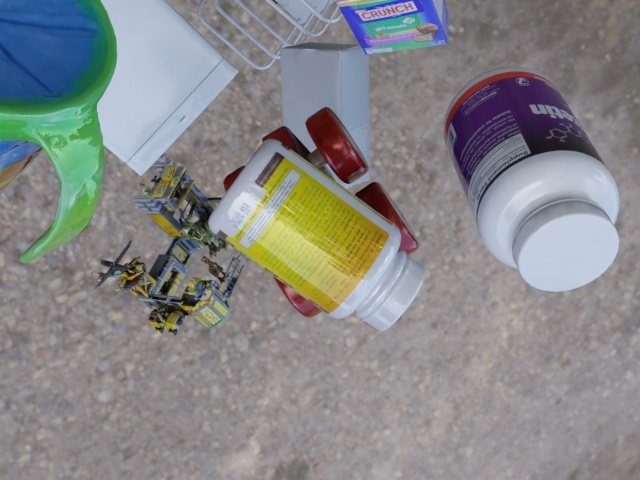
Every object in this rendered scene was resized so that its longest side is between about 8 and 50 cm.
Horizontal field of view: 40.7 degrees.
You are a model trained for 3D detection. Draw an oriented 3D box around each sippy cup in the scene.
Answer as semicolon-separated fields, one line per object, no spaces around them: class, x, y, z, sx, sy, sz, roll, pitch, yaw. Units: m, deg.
sippy cup;-0.326;-0.129;0.737;0.240;0.305;0.224;10;142;-37

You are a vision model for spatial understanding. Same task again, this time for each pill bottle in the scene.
pill bottle;0.000;0.000;0.892;0.215;0.117;0.117;36;98;-6
pill bottle;0.282;-0.085;1.160;0.181;0.323;0.181;-4;130;-5

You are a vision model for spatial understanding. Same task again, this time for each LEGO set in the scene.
LEGO set;-0.249;-0.014;1.565;0.192;0.255;0.331;50;62;-41

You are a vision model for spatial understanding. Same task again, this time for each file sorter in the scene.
file sorter;-0.068;-0.453;1.551;0.193;0.277;0.173;39;65;-20

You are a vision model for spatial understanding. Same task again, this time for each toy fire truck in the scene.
toy fire truck;0.027;-0.013;1.148;0.169;0.302;0.254;-35;156;9

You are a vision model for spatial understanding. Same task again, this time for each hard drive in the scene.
hard drive;-0.332;-0.299;1.324;0.233;0.047;0.353;-46;113;5

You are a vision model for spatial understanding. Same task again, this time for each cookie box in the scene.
cookie box;0.074;-0.233;0.865;0.107;0.091;0.040;42;47;-64

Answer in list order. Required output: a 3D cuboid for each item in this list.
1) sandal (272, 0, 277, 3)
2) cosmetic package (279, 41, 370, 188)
sandal;-0.075;-0.552;1.709;0.067;0.040;0.179;-46;153;-54
cosmetic package;0.010;-0.216;1.475;0.107;0.127;0.238;-25;121;-53
